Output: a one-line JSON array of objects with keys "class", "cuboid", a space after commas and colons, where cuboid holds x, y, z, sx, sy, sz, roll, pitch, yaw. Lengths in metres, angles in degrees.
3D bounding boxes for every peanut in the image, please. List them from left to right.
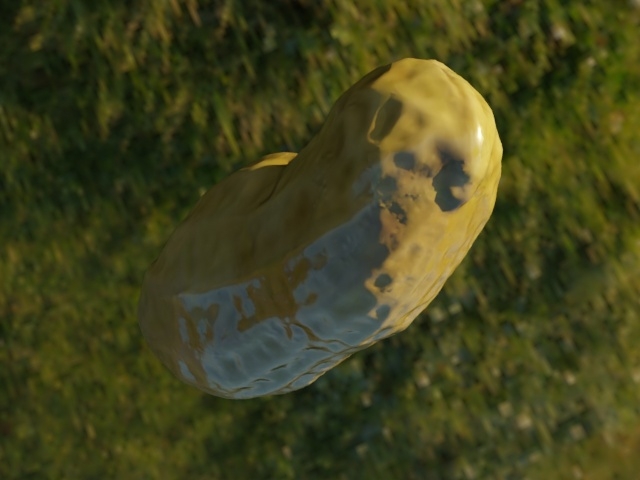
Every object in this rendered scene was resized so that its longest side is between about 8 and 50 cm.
[{"class": "peanut", "cuboid": [0.000, 0.000, 1.134, 0.147, 0.147, 0.305, 3, 157, -37]}]
